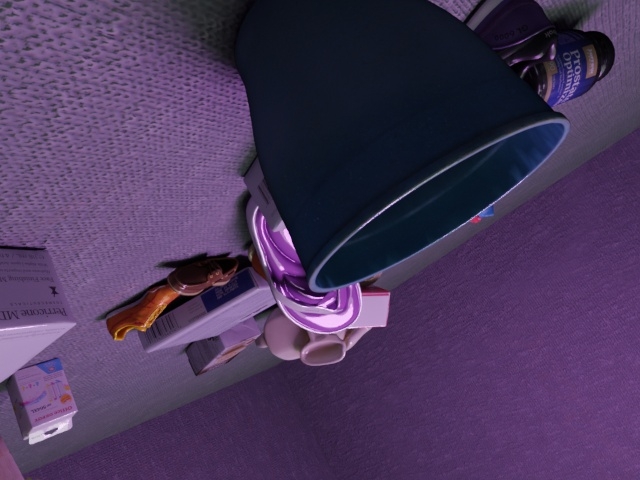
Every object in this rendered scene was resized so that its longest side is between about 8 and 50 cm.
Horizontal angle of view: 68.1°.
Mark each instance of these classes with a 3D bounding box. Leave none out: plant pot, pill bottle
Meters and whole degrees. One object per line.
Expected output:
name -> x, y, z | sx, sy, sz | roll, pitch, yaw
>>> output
plant pot -> 0.046, -0.124, 0.481 | 0.272, 0.255, 0.271 | -28, 164, -9
pill bottle -> 0.406, -0.299, 0.833 | 0.219, 0.122, 0.122 | -24, 163, -22

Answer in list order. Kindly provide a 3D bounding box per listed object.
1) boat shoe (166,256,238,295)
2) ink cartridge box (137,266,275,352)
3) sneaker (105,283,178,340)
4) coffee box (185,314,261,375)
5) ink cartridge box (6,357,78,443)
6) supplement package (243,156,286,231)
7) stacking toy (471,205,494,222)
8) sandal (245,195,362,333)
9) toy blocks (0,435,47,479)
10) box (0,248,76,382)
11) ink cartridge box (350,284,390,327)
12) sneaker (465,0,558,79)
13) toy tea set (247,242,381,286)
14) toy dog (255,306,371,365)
boat shoe -> -0.228, 0.061, 0.936 | 0.060, 0.064, 0.178 | -42, 167, 22
ink cartridge box -> -0.233, 0.167, 1.211 | 0.324, 0.071, 0.330 | -30, 169, 12
sneaker -> -0.347, 0.143, 0.958 | 0.175, 0.067, 0.064 | -33, 163, 4
coffee box -> -0.319, 0.332, 1.535 | 0.141, 0.098, 0.246 | -14, 158, -44
ink cartridge box -> -0.586, 0.342, 1.002 | 0.092, 0.143, 0.090 | -13, 157, -47
supplement package -> -0.008, -0.097, 0.746 | 0.179, 0.105, 0.105 | -16, 158, -41
stacking toy -> 0.301, -0.093, 1.297 | 0.302, 0.165, 0.175 | -21, 174, 27
sandal -> -0.022, 0.072, 0.902 | 0.170, 0.102, 0.416 | -32, 130, -2
toy blocks -> -0.774, 0.472, 0.905 | 0.382, 0.260, 0.191 | -22, 162, -51
box -> -0.438, 0.100, 0.561 | 0.182, 0.119, 0.181 | -34, 164, 16
ink cartridge box -> 0.049, 0.146, 1.179 | 0.159, 0.092, 0.218 | 2, -172, -22
sneaker -> 0.224, -0.227, 0.721 | 0.107, 0.124, 0.283 | -18, 161, -36
toy tea set -> 0.000, 0.000, 1.068 | 0.337, 0.124, 0.199 | 1, 115, -30
toy dog -> 0.003, 0.311, 1.731 | 0.396, 0.284, 0.408 | -36, 165, 22
